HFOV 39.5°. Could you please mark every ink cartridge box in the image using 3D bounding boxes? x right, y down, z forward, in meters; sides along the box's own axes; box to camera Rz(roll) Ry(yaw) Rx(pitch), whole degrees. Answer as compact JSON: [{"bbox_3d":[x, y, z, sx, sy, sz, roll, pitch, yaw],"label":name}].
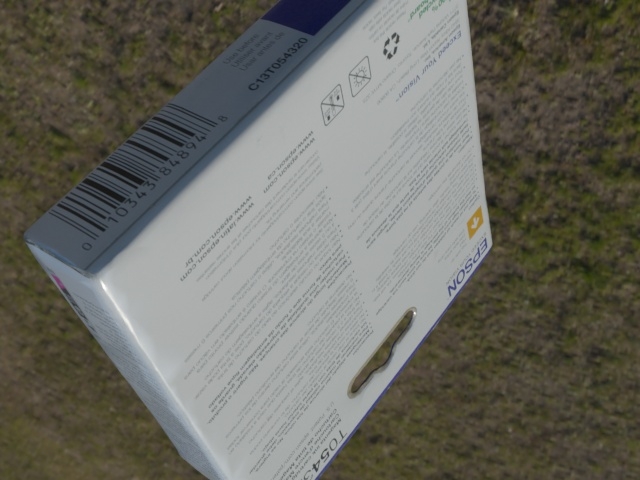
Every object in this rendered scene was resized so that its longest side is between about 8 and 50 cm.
[{"bbox_3d":[0.000,0.000,0.619,0.071,0.324,0.330,26,151,31],"label":"ink cartridge box"}]
